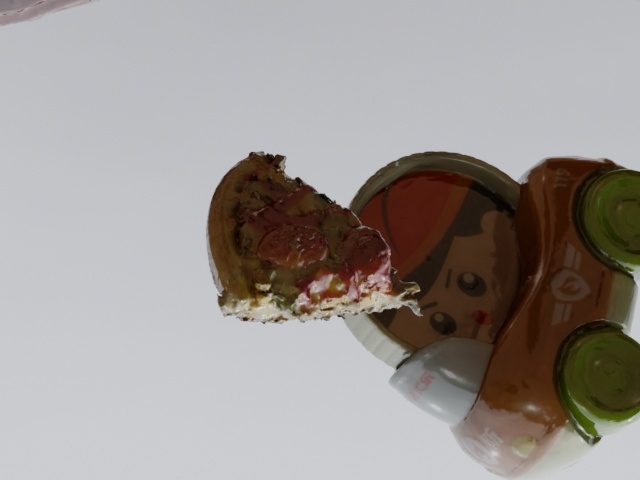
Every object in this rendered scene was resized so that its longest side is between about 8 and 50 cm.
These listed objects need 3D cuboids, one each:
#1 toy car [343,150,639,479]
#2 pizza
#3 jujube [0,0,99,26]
[{"bbox_3d":[0.110,0.038,1.037,0.235,0.145,0.235,4,-113,-10],"label":"toy car"},{"bbox_3d":[-0.013,-0.009,0.657,0.100,0.029,0.099,3,-136,-35],"label":"pizza"},{"bbox_3d":[-0.183,-0.233,0.997,0.243,0.183,0.183,-27,-148,5],"label":"jujube"}]
